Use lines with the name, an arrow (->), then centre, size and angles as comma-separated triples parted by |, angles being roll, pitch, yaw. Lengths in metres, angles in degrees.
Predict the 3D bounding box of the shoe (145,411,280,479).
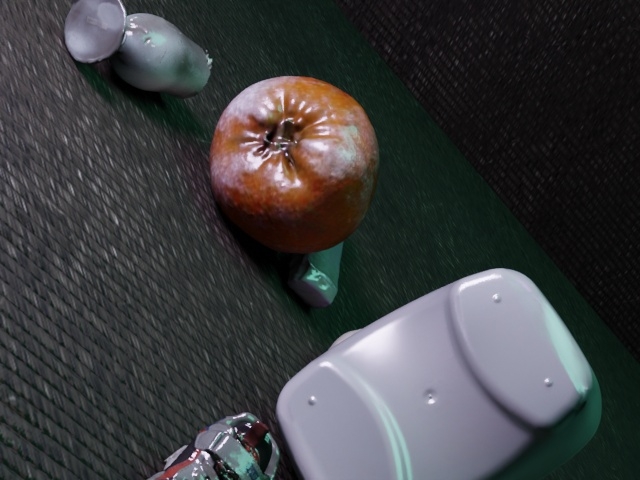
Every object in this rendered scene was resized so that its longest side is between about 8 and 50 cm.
shoe -> -0.087, 0.216, 1.053 | 0.099, 0.125, 0.227 | 57, 15, -2

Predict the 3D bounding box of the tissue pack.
tissue pack -> 0.130, 0.193, 1.331 | 0.229, 0.333, 0.236 | 61, -1, 22

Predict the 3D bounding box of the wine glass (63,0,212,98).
wine glass -> -0.234, -0.250, 1.580 | 0.103, 0.103, 0.222 | 61, 18, 20

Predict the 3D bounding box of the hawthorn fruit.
hawthorn fruit -> -0.020, -0.089, 1.625 | 0.263, 0.231, 0.235 | 37, 34, -33

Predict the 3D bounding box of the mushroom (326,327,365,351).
mushroom -> 0.079, 0.170, 1.646 | 0.109, 0.097, 0.351 | 60, 14, 9

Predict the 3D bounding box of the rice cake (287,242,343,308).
rice cake -> 0.000, 0.000, 1.804 | 0.072, 0.056, 0.365 | 45, 19, -13
